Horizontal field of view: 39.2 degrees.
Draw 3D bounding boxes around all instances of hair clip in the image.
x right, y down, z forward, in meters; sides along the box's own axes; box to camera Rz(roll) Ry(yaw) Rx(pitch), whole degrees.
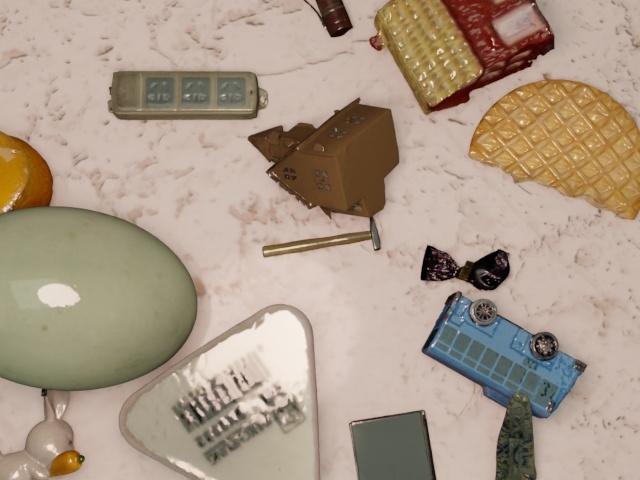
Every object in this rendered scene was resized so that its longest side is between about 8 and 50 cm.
[{"bbox_3d":[0.311,0.325,1.419,0.066,0.036,0.229,3,120,14],"label":"hair clip"}]

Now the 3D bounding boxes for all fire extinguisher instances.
[{"bbox_3d":[0.001,-0.426,1.549,0.078,0.045,0.157,-24,85,18],"label":"fire extinguisher"}]

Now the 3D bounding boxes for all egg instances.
[{"bbox_3d":[-0.378,0.087,1.350,0.389,0.276,0.275,9,82,-19],"label":"egg"}]

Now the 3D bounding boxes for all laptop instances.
[{"bbox_3d":[0.123,0.375,1.463,0.129,0.016,0.180,-8,82,-2],"label":"laptop"}]

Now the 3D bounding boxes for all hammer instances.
[{"bbox_3d":[0.000,0.000,1.509,0.199,0.013,0.062,-9,83,-3],"label":"hammer"}]

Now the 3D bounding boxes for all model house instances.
[{"bbox_3d":[-0.018,-0.132,1.476,0.248,0.176,0.181,16,42,34],"label":"model house"},{"bbox_3d":[0.221,-0.333,1.485,0.254,0.160,0.196,-27,84,-2],"label":"model house"}]

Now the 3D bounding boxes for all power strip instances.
[{"bbox_3d":[-0.226,-0.244,1.515,0.272,0.052,0.078,0,82,-1],"label":"power strip"}]

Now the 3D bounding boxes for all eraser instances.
[{"bbox_3d":[-0.110,0.240,1.410,0.332,0.150,0.331,0,81,-2],"label":"eraser"}]

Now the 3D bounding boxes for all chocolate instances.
[{"bbox_3d":[0.241,0.046,1.484,0.147,0.070,0.072,3,88,4],"label":"chocolate"}]

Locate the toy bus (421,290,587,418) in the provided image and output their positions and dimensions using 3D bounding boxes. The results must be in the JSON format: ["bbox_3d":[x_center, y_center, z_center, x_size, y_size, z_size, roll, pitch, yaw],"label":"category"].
[{"bbox_3d":[0.290,0.188,1.442,0.234,0.116,0.133,30,81,4],"label":"toy bus"}]

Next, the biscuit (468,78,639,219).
[{"bbox_3d":[0.423,-0.172,1.526,0.309,0.040,0.204,21,83,1],"label":"biscuit"}]

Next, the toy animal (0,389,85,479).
[{"bbox_3d":[-0.436,0.311,1.411,0.127,0.131,0.181,45,73,-17],"label":"toy animal"}]

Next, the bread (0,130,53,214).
[{"bbox_3d":[-0.565,-0.062,1.440,0.270,0.142,0.195,-39,81,-7],"label":"bread"}]
